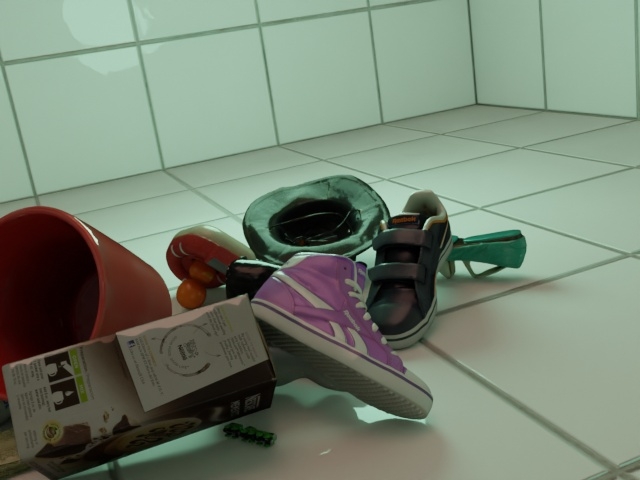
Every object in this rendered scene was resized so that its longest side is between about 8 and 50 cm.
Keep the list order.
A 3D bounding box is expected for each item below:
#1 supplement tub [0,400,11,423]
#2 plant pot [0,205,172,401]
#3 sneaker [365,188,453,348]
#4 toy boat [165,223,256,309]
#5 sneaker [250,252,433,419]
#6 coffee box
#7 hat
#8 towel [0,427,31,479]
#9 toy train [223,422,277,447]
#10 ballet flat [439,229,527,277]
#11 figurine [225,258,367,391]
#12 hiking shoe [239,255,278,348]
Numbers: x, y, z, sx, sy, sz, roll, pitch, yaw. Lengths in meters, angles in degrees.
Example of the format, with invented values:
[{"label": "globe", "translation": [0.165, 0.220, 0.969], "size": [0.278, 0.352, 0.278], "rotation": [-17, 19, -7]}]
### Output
[{"label": "supplement tub", "translation": [-0.487, 0.239, 1.143], "size": [0.071, 0.071, 0.107], "rotation": [0, 20, 27]}, {"label": "plant pot", "translation": [-0.372, 0.105, 1.162], "size": [0.274, 0.275, 0.243], "rotation": [-3, -10, 19]}, {"label": "sneaker", "translation": [0.141, 0.036, 1.286], "size": [0.126, 0.128, 0.321], "rotation": [-2, 36, 23]}, {"label": "toy boat", "translation": [-0.235, 0.065, 1.505], "size": [0.231, 0.151, 0.151], "rotation": [-12, 49, 63]}, {"label": "sneaker", "translation": [0.051, 0.110, 1.020], "size": [0.282, 0.102, 0.161], "rotation": [31, 63, 16]}, {"label": "coffee box", "translation": [-0.214, 0.185, 0.950], "size": [0.297, 0.119, 0.168], "rotation": [-16, -22, -13]}, {"label": "hat", "translation": [0.000, 0.000, 1.588], "size": [0.331, 0.134, 0.331], "rotation": [-8, 35, 6]}, {"label": "towel", "translation": [-0.440, 0.290, 1.025], "size": [0.148, 0.027, 0.110], "rotation": [-16, 17, -23]}, {"label": "toy train", "translation": [-0.092, 0.253, 0.996], "size": [0.083, 0.017, 0.023], "rotation": [3, 10, 34]}, {"label": "ballet flat", "translation": [0.265, 0.029, 1.439], "size": [0.247, 0.087, 0.083], "rotation": [-2, 11, 30]}, {"label": "figurine", "translation": [-0.038, 0.127, 1.115], "size": [0.209, 0.092, 0.215], "rotation": [-4, 61, 17]}, {"label": "hiking shoe", "translation": [-0.044, 0.115, 1.224], "size": [0.113, 0.132, 0.304], "rotation": [-23, 23, -40]}]
